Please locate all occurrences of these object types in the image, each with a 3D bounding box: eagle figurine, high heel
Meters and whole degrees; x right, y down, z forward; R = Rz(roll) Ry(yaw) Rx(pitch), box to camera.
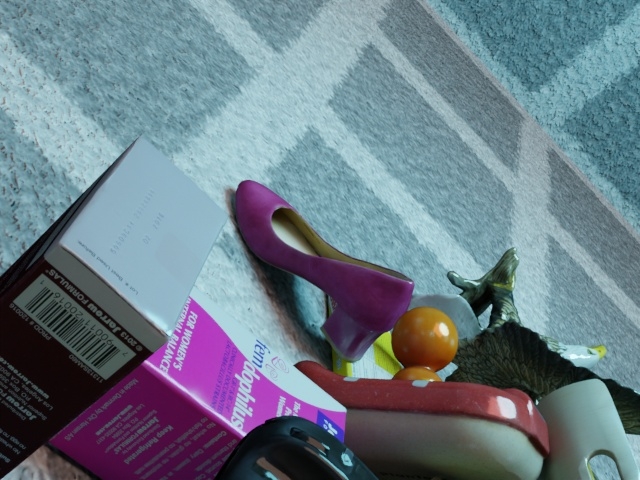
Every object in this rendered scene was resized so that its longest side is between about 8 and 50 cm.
[{"bbox_3d":[0.228,0.157,1.037,0.298,0.225,0.226,65,4,35],"label":"eagle figurine"},{"bbox_3d":[0.000,0.000,1.015,0.082,0.117,0.244,-2,49,-43],"label":"high heel"}]

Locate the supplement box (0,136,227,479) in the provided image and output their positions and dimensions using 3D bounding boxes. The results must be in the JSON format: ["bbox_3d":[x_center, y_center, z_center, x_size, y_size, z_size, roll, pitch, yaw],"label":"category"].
[{"bbox_3d":[-0.167,0.062,0.551,0.073,0.239,0.130,44,27,-15],"label":"supplement box"}]

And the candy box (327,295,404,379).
[{"bbox_3d":[0.055,0.117,1.070,0.105,0.027,0.206,33,30,-25],"label":"candy box"}]

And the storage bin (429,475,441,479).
[{"bbox_3d":[0.059,0.334,0.683,0.260,0.123,0.262,56,26,12],"label":"storage bin"}]

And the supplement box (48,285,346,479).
[{"bbox_3d":[-0.097,0.125,0.727,0.220,0.114,0.111,42,26,-20],"label":"supplement box"}]

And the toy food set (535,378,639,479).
[{"bbox_3d":[0.236,0.301,0.868,0.092,0.306,0.219,-2,41,-4],"label":"toy food set"}]

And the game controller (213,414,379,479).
[{"bbox_3d":[0.050,0.251,0.588,0.319,0.067,0.166,47,41,-5],"label":"game controller"}]

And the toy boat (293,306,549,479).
[{"bbox_3d":[0.081,0.129,0.856,0.151,0.231,0.151,50,45,-53],"label":"toy boat"}]
